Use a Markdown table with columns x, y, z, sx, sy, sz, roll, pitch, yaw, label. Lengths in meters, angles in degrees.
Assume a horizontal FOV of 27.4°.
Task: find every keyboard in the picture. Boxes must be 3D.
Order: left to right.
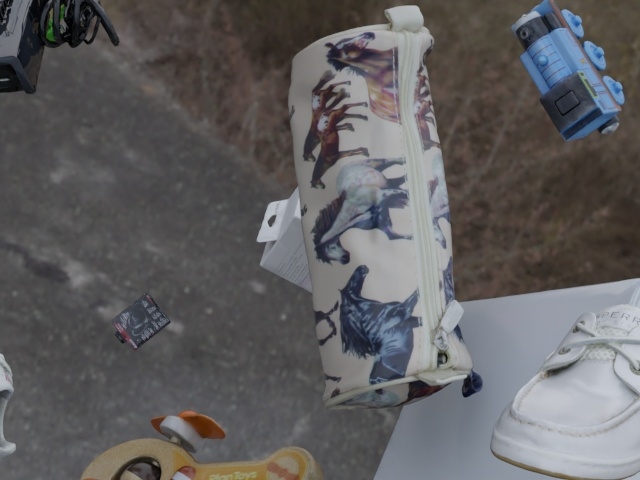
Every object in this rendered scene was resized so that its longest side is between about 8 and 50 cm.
| x | y | z | sx | sy | sz | roll | pitch | yaw | label |
| --- | --- | --- | --- | --- | --- | --- | --- | --- | --- |
| -0.127 | -0.102 | 0.492 | 0.100 | 0.038 | 0.192 | -4 | 27 | -7 | keyboard |

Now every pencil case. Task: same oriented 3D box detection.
| x | y | z | sx | sy | sz | roll | pitch | yaw | label |
| --- | --- | --- | --- | --- | --- | --- | --- | --- | --- |
| 0.066 | -0.031 | 1.386 | 0.160 | 0.410 | 0.183 | 3 | -14 | -44 | pencil case |

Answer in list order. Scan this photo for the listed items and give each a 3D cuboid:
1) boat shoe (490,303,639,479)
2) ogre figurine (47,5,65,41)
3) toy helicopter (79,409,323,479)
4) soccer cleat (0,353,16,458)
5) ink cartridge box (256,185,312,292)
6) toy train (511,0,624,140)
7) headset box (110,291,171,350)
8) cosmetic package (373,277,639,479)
| x | y | z | sx | sy | sz | roll | pitch | yaw | label |
| --- | --- | --- | --- | --- | --- | --- | --- | --- | --- |
| 0.196 | 0.089 | 0.899 | 0.098 | 0.096 | 0.277 | 16 | 16 | 27 | boat shoe |
| -0.359 | -0.339 | 1.582 | 0.118 | 0.097 | 0.197 | 56 | 4 | 27 | ogre figurine |
| -0.159 | 0.308 | 1.703 | 0.355 | 0.140 | 0.235 | -10 | 41 | 23 | toy helicopter |
| -0.515 | 0.173 | 1.952 | 0.143 | 0.331 | 0.116 | -11 | -5 | 31 | soccer cleat |
| 0.000 | 0.000 | 1.579 | 0.143 | 0.090 | 0.092 | 28 | 35 | -11 | ink cartridge box |
| 0.298 | -0.208 | 1.595 | 0.105 | 0.080 | 0.184 | -13 | 72 | -55 | toy train |
| -0.289 | 0.131 | 2.093 | 0.062 | 0.083 | 0.032 | 51 | -6 | -6 | headset box |
| 0.315 | 0.291 | 1.441 | 0.393 | 0.327 | 0.329 | 36 | -24 | -24 | cosmetic package |
